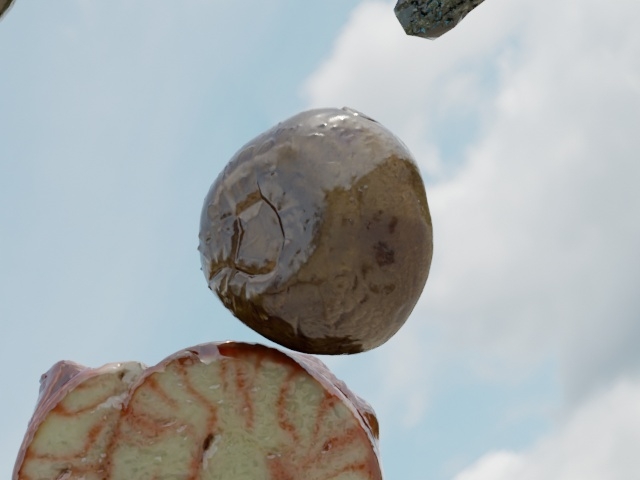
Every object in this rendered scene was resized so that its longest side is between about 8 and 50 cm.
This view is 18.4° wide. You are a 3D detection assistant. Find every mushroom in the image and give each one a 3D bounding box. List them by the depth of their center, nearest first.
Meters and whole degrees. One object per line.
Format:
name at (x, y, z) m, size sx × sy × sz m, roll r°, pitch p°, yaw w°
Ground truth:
mushroom at (-0.012, 0.000, 1.625) m, size 0.138 × 0.194 × 0.231 m, roll 2°, pitch -38°, yaw -36°

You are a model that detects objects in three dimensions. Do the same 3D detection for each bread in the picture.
bread at (-0.103, 0.237, 1.729) m, size 0.327 × 0.295 × 0.114 m, roll -6°, pitch -7°, yaw -2°

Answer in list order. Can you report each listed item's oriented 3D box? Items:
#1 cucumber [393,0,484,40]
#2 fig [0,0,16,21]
cucumber at (0.134, -0.186, 0.979) m, size 0.256 × 0.044 × 0.043 m, roll -38°, pitch 2°, yaw 29°
fig at (-0.228, -0.168, 1.204) m, size 0.109 × 0.103 × 0.155 m, roll -7°, pitch -78°, yaw -60°
